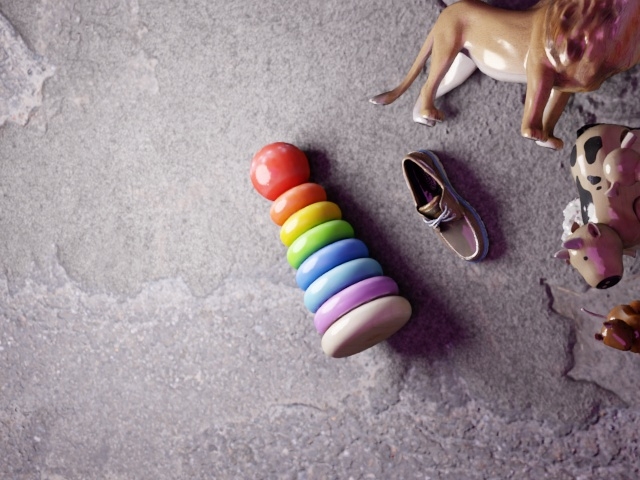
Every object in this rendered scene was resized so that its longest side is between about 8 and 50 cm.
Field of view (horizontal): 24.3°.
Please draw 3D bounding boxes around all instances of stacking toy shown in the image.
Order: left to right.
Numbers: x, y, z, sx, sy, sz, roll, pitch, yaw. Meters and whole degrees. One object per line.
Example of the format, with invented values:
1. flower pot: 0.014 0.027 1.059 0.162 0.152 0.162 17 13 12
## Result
1. stacking toy: 0.000 0.000 2.170 0.141 0.141 0.330 -37 71 27

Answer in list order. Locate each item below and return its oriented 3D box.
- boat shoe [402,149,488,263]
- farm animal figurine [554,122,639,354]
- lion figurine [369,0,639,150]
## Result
1. boat shoe: 0.167 -0.044 2.094 0.066 0.066 0.183 -40 76 26
2. farm animal figurine: 0.374 -0.031 1.797 0.172 0.327 0.330 7 131 -13
3. lion figurine: 0.253 -0.257 1.986 0.392 0.142 0.240 14 91 32
